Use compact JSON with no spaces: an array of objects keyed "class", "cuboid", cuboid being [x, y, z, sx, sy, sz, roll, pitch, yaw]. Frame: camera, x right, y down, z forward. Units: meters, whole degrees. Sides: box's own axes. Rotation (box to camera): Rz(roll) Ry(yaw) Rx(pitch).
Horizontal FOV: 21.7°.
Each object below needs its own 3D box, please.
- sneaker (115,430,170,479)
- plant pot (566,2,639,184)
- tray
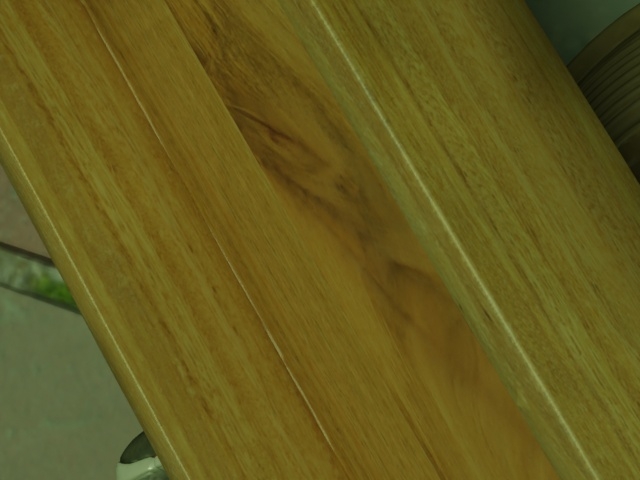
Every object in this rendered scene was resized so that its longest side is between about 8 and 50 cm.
[{"class":"sneaker","cuboid":[-0.017,0.048,0.654,0.158,0.061,0.065,-31,59,16]},{"class":"plant pot","cuboid":[0.147,0.017,0.525,0.237,0.109,0.237,-2,85,29]},{"class":"tray","cuboid":[0.000,0.000,0.515,0.411,0.076,0.203,61,146,12]}]
